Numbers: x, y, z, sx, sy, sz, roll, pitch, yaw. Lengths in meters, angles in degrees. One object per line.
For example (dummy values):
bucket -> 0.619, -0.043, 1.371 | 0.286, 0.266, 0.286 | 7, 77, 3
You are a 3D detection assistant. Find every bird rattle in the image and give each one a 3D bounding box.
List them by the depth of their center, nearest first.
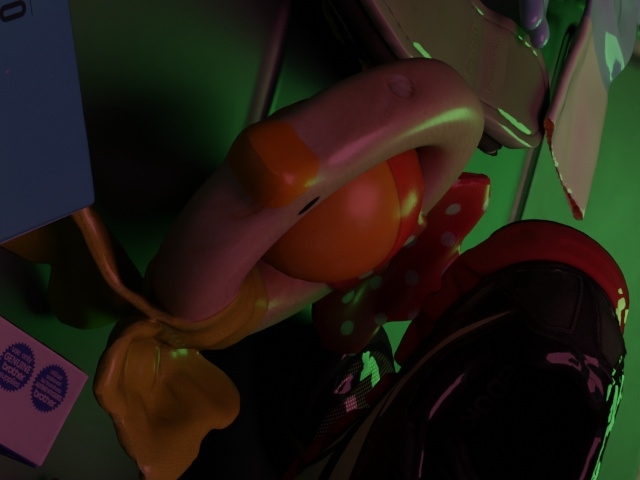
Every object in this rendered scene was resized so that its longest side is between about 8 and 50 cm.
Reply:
bird rattle -> 0.000, 0.000, 0.807 | 0.253, 0.143, 0.207 | -14, 156, -37

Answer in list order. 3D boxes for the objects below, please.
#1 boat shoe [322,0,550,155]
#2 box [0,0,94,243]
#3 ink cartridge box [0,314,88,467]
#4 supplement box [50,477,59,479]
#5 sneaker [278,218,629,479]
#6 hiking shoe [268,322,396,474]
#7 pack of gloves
boat shoe -> 0.041, -0.109, 0.928 | 0.228, 0.068, 0.081 | 41, 56, -49
box -> -0.150, -0.125, 0.666 | 0.060, 0.100, 0.244 | -27, 121, -41
ink cartridge box -> -0.187, 0.015, 0.670 | 0.207, 0.097, 0.046 | 42, 69, -49
supplement box -> -0.150, 0.239, 0.810 | 0.239, 0.073, 0.130 | -48, 136, -29
sneaker -> 0.045, 0.121, 0.826 | 0.097, 0.135, 0.276 | 32, 106, -11
hiking shoe -> 0.045, 0.139, 0.980 | 0.086, 0.114, 0.227 | -36, 128, -39
pack of gloves -> 0.164, -0.161, 1.028 | 0.195, 0.046, 0.232 | 63, 36, -42
